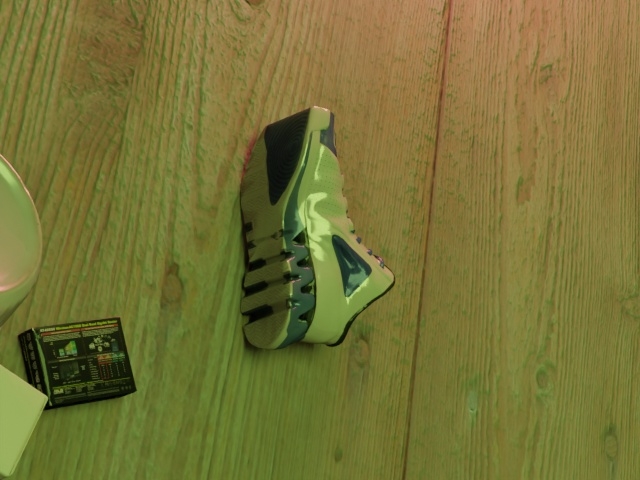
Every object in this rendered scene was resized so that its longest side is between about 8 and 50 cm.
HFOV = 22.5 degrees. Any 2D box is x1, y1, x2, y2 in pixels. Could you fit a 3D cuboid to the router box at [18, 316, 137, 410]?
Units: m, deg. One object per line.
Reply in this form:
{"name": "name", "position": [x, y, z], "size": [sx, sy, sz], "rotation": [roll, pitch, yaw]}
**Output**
{"name": "router box", "position": [-0.278, 0.141, 1.846], "size": [0.122, 0.038, 0.092], "rotation": [-5, 78, -41]}

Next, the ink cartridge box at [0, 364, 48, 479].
{"name": "ink cartridge box", "position": [-0.411, 0.176, 1.590], "size": [0.172, 0.237, 0.100], "rotation": [39, 50, -22]}

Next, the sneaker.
{"name": "sneaker", "position": [0.000, 0.001, 2.086], "size": [0.182, 0.127, 0.316], "rotation": [16, 71, -39]}

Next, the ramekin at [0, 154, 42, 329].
{"name": "ramekin", "position": [-0.412, -0.007, 1.684], "size": [0.273, 0.127, 0.273], "rotation": [33, 39, -32]}
